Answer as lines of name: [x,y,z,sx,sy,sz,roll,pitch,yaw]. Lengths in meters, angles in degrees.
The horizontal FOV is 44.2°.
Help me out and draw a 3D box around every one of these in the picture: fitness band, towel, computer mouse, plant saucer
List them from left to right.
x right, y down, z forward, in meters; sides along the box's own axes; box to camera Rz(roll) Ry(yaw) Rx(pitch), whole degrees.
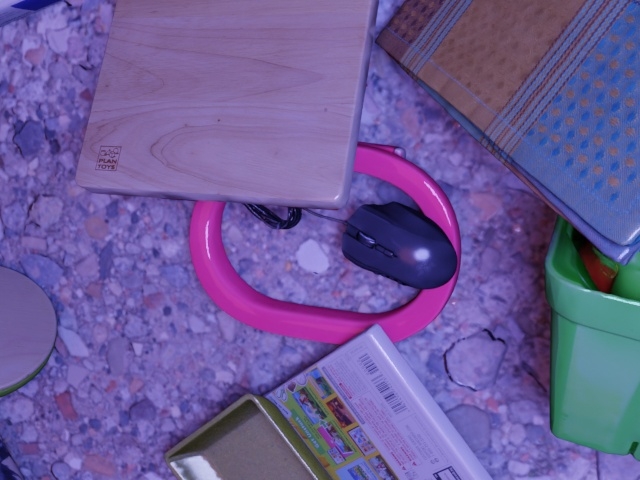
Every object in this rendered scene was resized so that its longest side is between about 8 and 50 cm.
plant saucer: [-0.060,0.267,0.863,0.188,0.045,0.188,52,127,3]
fitness band: [0.000,0.000,0.812,0.290,0.054,0.209,7,105,18]
computer mouse: [0.015,-0.017,0.752,0.242,0.041,0.071,21,109,13]
towel: [0.200,-0.182,0.579,0.040,0.370,0.271,29,107,-36]

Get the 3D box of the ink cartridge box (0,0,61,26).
ink cartridge box: [-0.393,-0.403,0.857,0.324,0.071,0.330,-15,97,21]

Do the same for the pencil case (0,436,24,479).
pencil case: [-0.451,0.338,0.964,0.183,0.160,0.410,-30,90,6]

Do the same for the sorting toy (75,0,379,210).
sorting toy: [-0.073,-0.152,0.746,0.257,0.089,0.256,4,76,19]

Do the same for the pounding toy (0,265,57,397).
pounding toy: [-0.430,0.116,0.930,0.236,0.183,0.110,33,134,10]

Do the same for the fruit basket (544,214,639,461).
fruit basket: [0.356,0.013,0.567,0.392,0.283,0.392,9,118,18]

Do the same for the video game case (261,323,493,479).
video game case: [0.054,0.223,0.817,0.206,0.026,0.227,-38,88,37]
